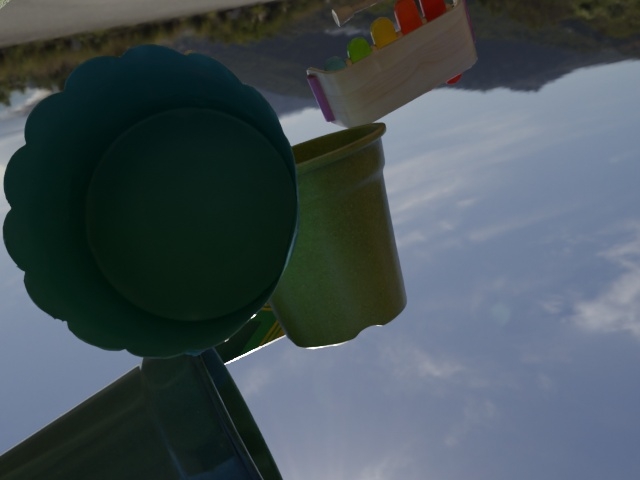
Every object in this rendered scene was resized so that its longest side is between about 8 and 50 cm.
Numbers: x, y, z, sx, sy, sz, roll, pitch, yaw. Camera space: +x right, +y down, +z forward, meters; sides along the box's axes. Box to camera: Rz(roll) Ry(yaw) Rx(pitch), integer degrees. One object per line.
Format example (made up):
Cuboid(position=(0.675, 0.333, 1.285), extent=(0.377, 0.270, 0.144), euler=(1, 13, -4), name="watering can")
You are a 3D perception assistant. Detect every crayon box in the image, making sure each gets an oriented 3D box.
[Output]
Cuboid(position=(-0.053, 0.127, 1.501), extent=(0.323, 0.083, 0.203), euler=(-28, 175, 16), name="crayon box")

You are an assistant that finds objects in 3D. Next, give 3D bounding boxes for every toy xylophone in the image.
Cuboid(position=(0.130, -0.331, 1.379), extent=(0.323, 0.236, 0.081), euler=(-23, -144, -11), name="toy xylophone")

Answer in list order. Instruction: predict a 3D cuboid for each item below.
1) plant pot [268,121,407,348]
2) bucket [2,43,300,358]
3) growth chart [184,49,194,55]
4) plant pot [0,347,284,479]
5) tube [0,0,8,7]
Cuboid(position=(0.000, 0.000, 1.125), extent=(0.276, 0.253, 0.276), euler=(-19, -169, 4), name="plant pot")
Cuboid(position=(-0.145, -0.031, 0.783), extent=(0.281, 0.281, 0.183), euler=(-15, 177, 1), name="bucket")
Cuboid(position=(-0.212, -0.150, 1.209), extent=(0.172, 0.237, 0.021), euler=(-30, -153, -30), name="growth chart")
Cuboid(position=(-0.250, 0.336, 1.132), extent=(0.334, 0.341, 0.341), euler=(-29, -166, -5), name="plant pot")
Cuboid(position=(-0.367, -0.268, 0.858), extent=(0.070, 0.062, 0.240), euler=(-18, -146, 38), name="tube")
